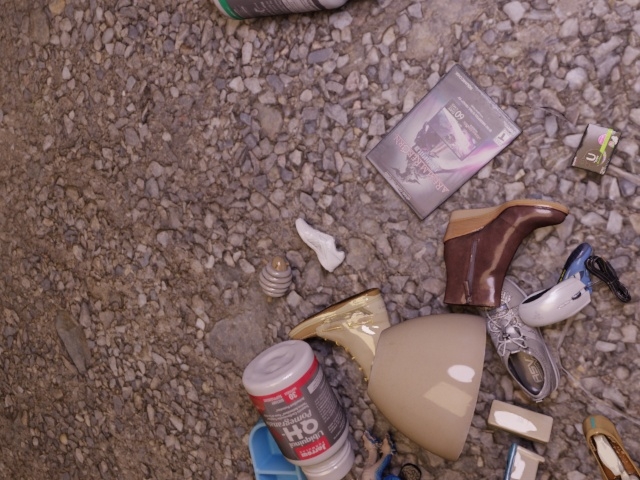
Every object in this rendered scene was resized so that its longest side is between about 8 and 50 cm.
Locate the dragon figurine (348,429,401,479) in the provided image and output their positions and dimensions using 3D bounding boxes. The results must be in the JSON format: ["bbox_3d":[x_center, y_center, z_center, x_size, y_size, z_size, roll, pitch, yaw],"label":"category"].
[{"bbox_3d":[0.143,0.592,1.220,0.085,0.144,0.289,-18,81,35],"label":"dragon figurine"}]

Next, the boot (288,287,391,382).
[{"bbox_3d":[0.065,0.248,1.246,0.262,0.095,0.203,-27,87,23],"label":"boot"}]

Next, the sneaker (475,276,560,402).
[{"bbox_3d":[0.394,0.190,1.066,0.105,0.115,0.281,-35,80,25],"label":"sneaker"}]

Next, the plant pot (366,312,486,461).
[{"bbox_3d":[0.200,0.267,1.058,0.191,0.284,0.284,14,103,10],"label":"plant pot"}]

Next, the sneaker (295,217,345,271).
[{"bbox_3d":[0.000,0.000,1.265,0.061,0.054,0.152,-41,86,15],"label":"sneaker"}]

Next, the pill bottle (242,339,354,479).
[{"bbox_3d":[-0.039,0.409,1.244,0.176,0.176,0.318,-17,109,26],"label":"pill bottle"}]

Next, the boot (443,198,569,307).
[{"bbox_3d":[0.360,0.031,1.046,0.248,0.090,0.206,-6,71,39],"label":"boot"}]

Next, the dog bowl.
[{"bbox_3d":[-0.098,0.588,1.378,0.166,0.074,0.297,-11,92,26],"label":"dog bowl"}]

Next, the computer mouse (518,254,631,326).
[{"bbox_3d":[0.473,0.112,1.003,0.193,0.042,0.106,-33,95,17],"label":"computer mouse"}]

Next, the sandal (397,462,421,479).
[{"bbox_3d":[0.191,0.617,1.273,0.067,0.040,0.179,27,94,13],"label":"sandal"}]

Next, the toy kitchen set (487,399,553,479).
[{"bbox_3d":[0.405,0.476,1.136,0.122,0.166,0.207,14,67,22],"label":"toy kitchen set"}]

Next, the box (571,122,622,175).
[{"bbox_3d":[0.518,-0.171,0.994,0.062,0.052,0.083,22,107,20],"label":"box"}]

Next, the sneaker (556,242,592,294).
[{"bbox_3d":[0.505,0.074,1.038,0.059,0.053,0.144,19,110,16],"label":"sneaker"}]

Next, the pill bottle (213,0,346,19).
[{"bbox_3d":[-0.050,-0.589,1.114,0.361,0.204,0.204,3,99,24],"label":"pill bottle"}]

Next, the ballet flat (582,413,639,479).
[{"bbox_3d":[0.587,0.460,1.041,0.080,0.073,0.232,-34,83,25],"label":"ballet flat"}]

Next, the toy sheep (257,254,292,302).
[{"bbox_3d":[-0.113,0.096,1.311,0.091,0.091,0.132,24,121,20],"label":"toy sheep"}]

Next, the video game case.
[{"bbox_3d":[0.254,-0.204,1.128,0.274,0.026,0.196,-44,79,23],"label":"video game case"}]
